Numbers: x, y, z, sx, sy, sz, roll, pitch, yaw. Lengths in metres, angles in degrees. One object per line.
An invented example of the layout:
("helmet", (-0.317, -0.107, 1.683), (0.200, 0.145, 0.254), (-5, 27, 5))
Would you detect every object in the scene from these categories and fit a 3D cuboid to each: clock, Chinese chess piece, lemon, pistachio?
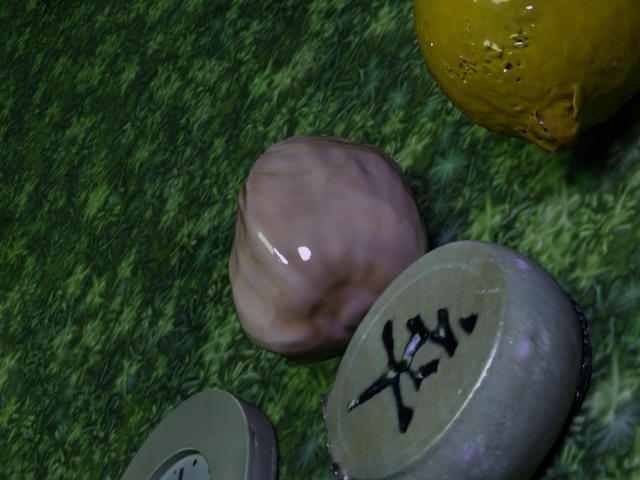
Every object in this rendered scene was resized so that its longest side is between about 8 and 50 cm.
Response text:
("clock", (-0.115, 0.230, 1.358), (0.235, 0.029, 0.235), (-42, 31, 33))
("Chinese chess piece", (0.083, 0.090, 1.101), (0.188, 0.083, 0.188), (-43, 28, 31))
("lemon", (0.147, -0.154, 1.147), (0.173, 0.173, 0.206), (-35, 51, 39))
("pistachio", (0.000, 0.000, 1.261), (0.157, 0.157, 0.229), (-49, 16, 19))
